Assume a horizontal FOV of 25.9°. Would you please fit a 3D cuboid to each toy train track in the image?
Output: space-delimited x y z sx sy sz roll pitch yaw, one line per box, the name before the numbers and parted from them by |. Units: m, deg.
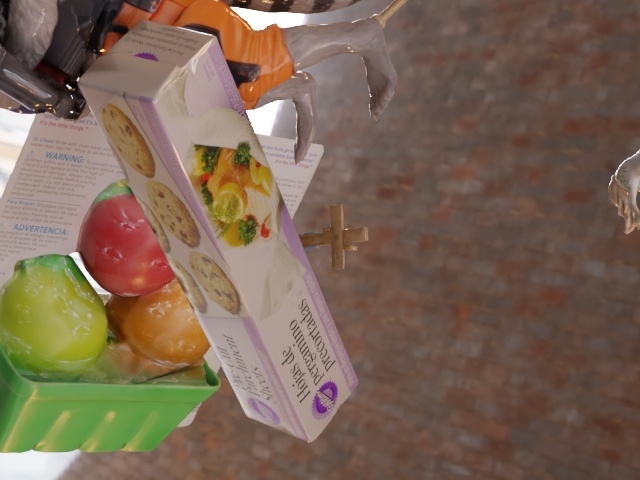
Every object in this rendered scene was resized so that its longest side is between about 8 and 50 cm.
toy train track | 0.000 0.000 1.024 0.083 0.014 0.048 -6 -100 30

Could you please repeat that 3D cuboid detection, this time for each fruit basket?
fruit basket | -0.193 0.032 1.327 0.165 0.327 0.353 39 -66 43

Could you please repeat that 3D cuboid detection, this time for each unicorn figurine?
unicorn figurine | 0.371 -0.088 1.502 0.162 0.060 0.111 -36 -129 22

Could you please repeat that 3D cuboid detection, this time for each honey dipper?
honey dipper | 0.112 -0.274 1.442 0.161 0.030 0.030 -44 -146 10

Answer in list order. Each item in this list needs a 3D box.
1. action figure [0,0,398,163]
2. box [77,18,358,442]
action figure | -0.138 -0.158 0.970 0.341 0.330 0.178 -151 -100 -75
box | -0.056 0.005 0.897 0.067 0.324 0.063 19 -124 35
